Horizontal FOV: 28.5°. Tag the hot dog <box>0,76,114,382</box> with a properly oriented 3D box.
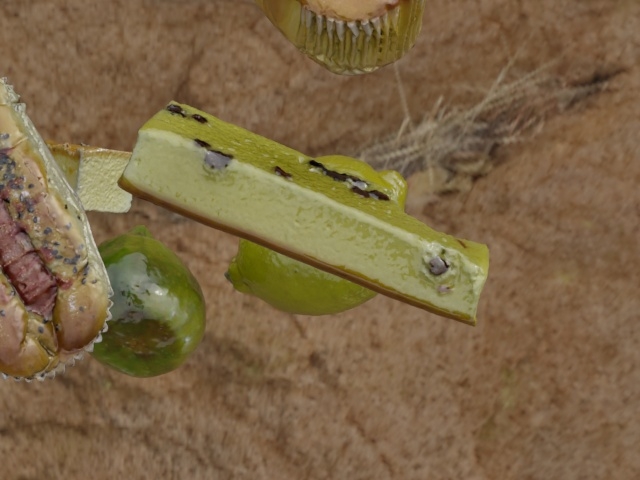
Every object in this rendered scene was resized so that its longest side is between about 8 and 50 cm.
[{"bbox_3d":[-0.268,-0.011,1.040,0.144,0.075,0.268,-26,88,-12],"label":"hot dog"}]

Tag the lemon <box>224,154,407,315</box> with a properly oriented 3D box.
[{"bbox_3d":[0.000,0.000,1.514,0.248,0.184,0.184,-31,69,7],"label":"lemon"}]

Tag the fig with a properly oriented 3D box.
[{"bbox_3d":[-0.231,0.072,1.528,0.167,0.167,0.233,-24,26,-20],"label":"fig"}]

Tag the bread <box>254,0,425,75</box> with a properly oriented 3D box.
[{"bbox_3d":[0.006,-0.241,1.065,0.132,0.114,0.190,-37,72,-18],"label":"bread"}]

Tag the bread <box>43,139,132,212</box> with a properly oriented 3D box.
[{"bbox_3d":[-0.283,-0.075,1.512,0.080,0.109,0.084,3,98,-41],"label":"bread"}]

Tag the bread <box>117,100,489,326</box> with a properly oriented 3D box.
[{"bbox_3d":[-0.004,-0.018,0.762,0.226,0.049,0.088,22,19,1],"label":"bread"}]
